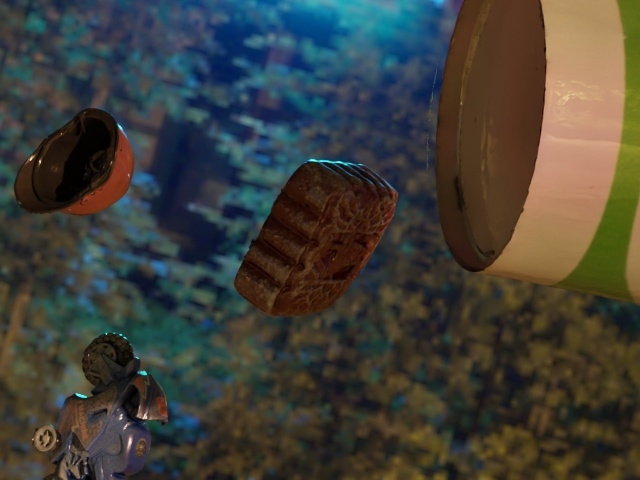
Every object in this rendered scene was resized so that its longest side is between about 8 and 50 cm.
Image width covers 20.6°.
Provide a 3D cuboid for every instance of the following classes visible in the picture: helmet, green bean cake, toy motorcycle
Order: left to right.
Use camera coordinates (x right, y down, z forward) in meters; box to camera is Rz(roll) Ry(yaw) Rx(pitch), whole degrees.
[{"bbox_3d":[-0.155,-0.042,1.155,0.065,0.084,0.049,54,5,36],"label":"helmet"},{"bbox_3d":[-0.207,0.194,1.699,0.114,0.205,0.076,14,-9,28],"label":"toy motorcycle"},{"bbox_3d":[0.000,0.000,1.486,0.056,0.136,0.135,37,16,24],"label":"green bean cake"}]

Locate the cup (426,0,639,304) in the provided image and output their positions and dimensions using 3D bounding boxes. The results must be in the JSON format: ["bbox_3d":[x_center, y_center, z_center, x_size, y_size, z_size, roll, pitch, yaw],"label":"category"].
[{"bbox_3d":[0.221,-0.060,1.035,0.274,0.253,0.253,4,4,-14],"label":"cup"}]
